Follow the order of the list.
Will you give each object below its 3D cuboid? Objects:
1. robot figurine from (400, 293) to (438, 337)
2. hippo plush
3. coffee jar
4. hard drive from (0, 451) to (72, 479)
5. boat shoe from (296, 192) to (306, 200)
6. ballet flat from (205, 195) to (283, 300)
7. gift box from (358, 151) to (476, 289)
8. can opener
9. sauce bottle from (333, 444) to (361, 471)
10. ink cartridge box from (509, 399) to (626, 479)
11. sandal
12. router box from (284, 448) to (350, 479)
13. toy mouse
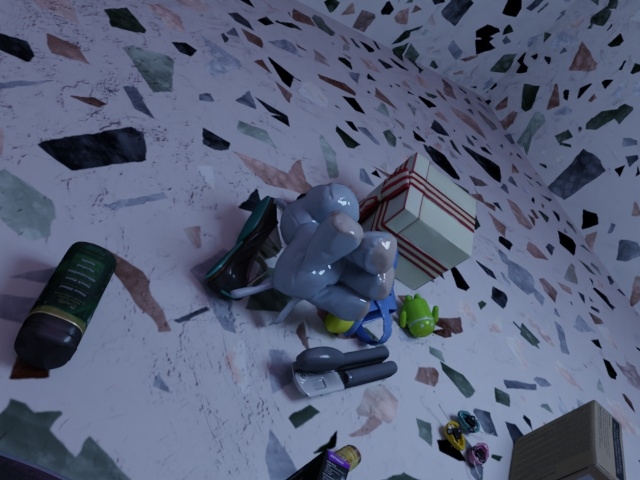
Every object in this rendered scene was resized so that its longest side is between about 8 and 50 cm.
[{"bbox_3d":[0.244,0.190,1.277,0.101,0.067,0.115,-5,52,-13],"label":"robot figurine"},{"bbox_3d":[0.009,0.020,1.039,0.234,0.294,0.237,43,22,-32],"label":"hippo plush"},{"bbox_3d":[-0.375,0.094,0.761,0.079,0.096,0.184,28,37,-21],"label":"coffee jar"},{"bbox_3d":[-0.343,0.338,0.573,0.254,0.054,0.172,33,36,-13],"label":"hard drive"},{"bbox_3d":[0.000,0.000,1.215,0.091,0.114,0.303,20,29,-29],"label":"boat shoe"},{"bbox_3d":[-0.142,0.020,1.076,0.096,0.095,0.280,44,44,-15],"label":"ballet flat"},{"bbox_3d":[0.238,-0.062,1.384,0.258,0.255,0.276,33,42,-16],"label":"gift box"},{"bbox_3d":[0.058,0.254,1.023,0.280,0.093,0.074,7,48,-46],"label":"can opener"},{"bbox_3d":[0.019,0.392,0.874,0.128,0.042,0.042,-12,62,-51],"label":"sauce bottle"},{"bbox_3d":[0.522,0.478,1.100,0.088,0.235,0.193,43,36,1],"label":"ink cartridge box"},{"bbox_3d":[0.122,0.127,1.191,0.138,0.126,0.317,39,45,-6],"label":"sandal"},{"bbox_3d":[-0.039,0.386,0.706,0.046,0.179,0.133,37,36,-5],"label":"router box"},{"bbox_3d":[0.330,0.437,1.134,0.143,0.031,0.161,8,48,-38],"label":"toy mouse"}]
